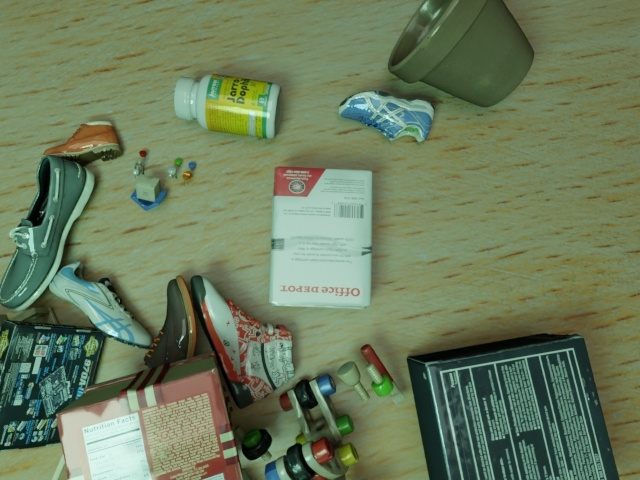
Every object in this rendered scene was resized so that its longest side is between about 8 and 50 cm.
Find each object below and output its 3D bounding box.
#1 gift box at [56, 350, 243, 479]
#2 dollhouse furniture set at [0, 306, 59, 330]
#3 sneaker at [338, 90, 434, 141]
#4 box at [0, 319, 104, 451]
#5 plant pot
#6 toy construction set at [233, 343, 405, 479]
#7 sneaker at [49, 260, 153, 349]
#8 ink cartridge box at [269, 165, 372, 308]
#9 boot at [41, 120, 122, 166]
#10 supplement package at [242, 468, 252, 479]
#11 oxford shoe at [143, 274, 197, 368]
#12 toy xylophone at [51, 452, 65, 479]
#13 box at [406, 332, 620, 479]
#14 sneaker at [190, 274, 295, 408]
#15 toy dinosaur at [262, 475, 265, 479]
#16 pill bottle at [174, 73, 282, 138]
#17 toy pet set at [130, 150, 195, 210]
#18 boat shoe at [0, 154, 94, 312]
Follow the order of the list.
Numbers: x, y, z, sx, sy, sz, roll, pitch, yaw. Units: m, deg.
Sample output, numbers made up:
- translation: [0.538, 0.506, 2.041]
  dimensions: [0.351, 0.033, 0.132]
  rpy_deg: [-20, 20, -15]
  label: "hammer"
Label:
- translation: [-0.258, 0.344, 0.756]
  dimensions: [0.254, 0.258, 0.277]
  rpy_deg: [-8, 86, -15]
  label: "gift box"
- translation: [-0.590, 0.213, 0.889]
  dimensions: [0.144, 0.151, 0.123]
  rpy_deg: [-27, 84, -4]
  label: "dollhouse furniture set"
- translation: [0.142, -0.267, 1.024]
  dimensions: [0.211, 0.080, 0.081]
  rpy_deg: [6, 78, 0]
  label: "sneaker"
- translation: [-0.515, 0.266, 0.874]
  dimensions: [0.051, 0.175, 0.221]
  rpy_deg: [5, 80, 33]
  label: "box"
- translation: [0.306, -0.400, 0.986]
  dimensions: [0.229, 0.263, 0.263]
  rpy_deg: [33, 81, -16]
  label: "plant pot"
- translation: [0.044, 0.382, 0.877]
  dimensions: [0.308, 0.257, 0.237]
  rpy_deg: [-37, 102, -15]
  label: "toy construction set"
- translation: [-0.426, 0.131, 0.943]
  dimensions: [0.237, 0.085, 0.086]
  rpy_deg: [38, 77, 1]
  label: "sneaker"
- translation: [0.000, 0.000, 0.961]
  dimensions: [0.196, 0.114, 0.273]
  rpy_deg: [2, 81, -3]
  label: "ink cartridge box"
- translation: [-0.511, -0.206, 1.005]
  dimensions: [0.157, 0.059, 0.085]
  rpy_deg: [-15, 79, -13]
  label: "boot"
- translation: [-0.134, 0.547, 0.879]
  dimensions: [0.105, 0.105, 0.179]
  rpy_deg: [-41, 84, -8]
  label: "supplement package"
- translation: [-0.293, 0.204, 0.918]
  dimensions: [0.098, 0.097, 0.272]
  rpy_deg: [-1, 81, -19]
  label: "oxford shoe"
- translation: [-0.382, 0.461, 0.894]
  dimensions: [0.236, 0.081, 0.323]
  rpy_deg: [28, 81, 2]
  label: "toy xylophone"
- translation: [0.343, 0.345, 0.888]
  dimensions: [0.293, 0.183, 0.297]
  rpy_deg: [-8, 80, -4]
  label: "box"
- translation: [-0.146, 0.174, 0.929]
  dimensions: [0.144, 0.090, 0.270]
  rpy_deg: [-22, 89, -22]
  label: "sneaker"
- translation: [-0.054, 0.534, 0.889]
  dimensions: [0.183, 0.092, 0.053]
  rpy_deg: [45, 72, -5]
  label: "toy dinosaur"
- translation: [-0.191, -0.285, 0.995]
  dimensions: [0.208, 0.117, 0.118]
  rpy_deg: [9, 81, 0]
  label: "pill bottle"
- translation: [-0.342, -0.121, 1.006]
  dimensions: [0.122, 0.065, 0.114]
  rpy_deg: [14, 46, -3]
  label: "toy pet set"
- translation: [-0.566, -0.020, 0.933]
  dimensions: [0.116, 0.099, 0.320]
  rpy_deg: [14, 76, 29]
  label: "boat shoe"
